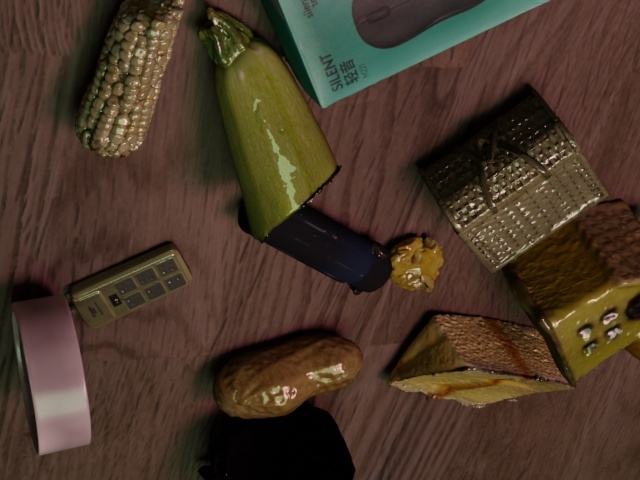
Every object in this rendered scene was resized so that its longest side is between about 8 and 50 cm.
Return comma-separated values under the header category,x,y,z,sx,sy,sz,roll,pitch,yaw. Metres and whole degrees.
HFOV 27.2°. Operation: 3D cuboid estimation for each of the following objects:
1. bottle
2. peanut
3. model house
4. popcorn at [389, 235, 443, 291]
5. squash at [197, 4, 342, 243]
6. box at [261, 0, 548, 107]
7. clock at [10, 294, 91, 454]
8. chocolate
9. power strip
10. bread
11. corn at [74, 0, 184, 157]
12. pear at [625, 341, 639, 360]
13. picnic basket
category,x,y,z,sx,sy,sz,roll,pitch,yaw
bottle,0.000,0.000,1.768,0.082,0.072,0.244,-45,133,16
peanut,-0.045,0.197,1.908,0.226,0.108,0.095,-17,130,-11
model house,0.399,0.053,1.911,0.234,0.193,0.175,-32,131,5
popcorn,0.130,0.036,1.877,0.084,0.084,0.084,-13,135,-13
squash,-0.055,-0.152,1.559,0.137,0.137,0.288,-18,112,-8
box,0.088,-0.308,1.488,0.311,0.118,0.205,-25,135,-1
clock,-0.344,0.170,1.683,0.068,0.197,0.197,-10,134,-16
chocolate,-0.090,0.343,2.030,0.224,0.206,0.177,26,161,-28
power strip,-0.255,0.063,1.745,0.169,0.028,0.076,-25,137,-1
bread,0.242,0.223,2.038,0.240,0.135,0.178,12,125,-35
corn,-0.217,-0.188,1.488,0.087,0.087,0.211,4,127,-27
pear,0.532,0.101,2.019,0.200,0.200,0.200,-13,135,-13
picnic basket,0.252,-0.085,1.759,0.196,0.134,0.154,-35,134,11
